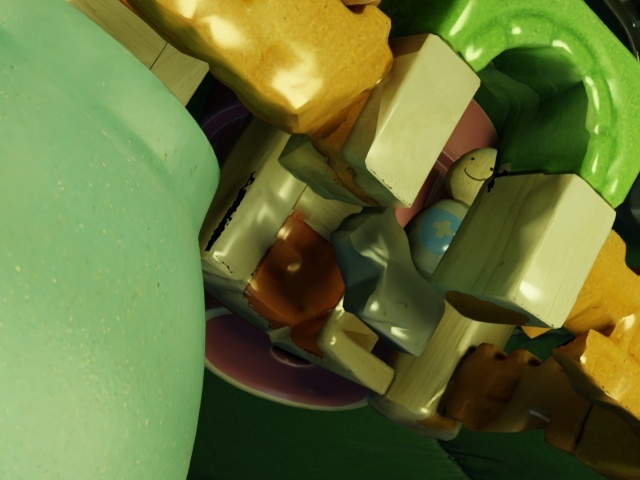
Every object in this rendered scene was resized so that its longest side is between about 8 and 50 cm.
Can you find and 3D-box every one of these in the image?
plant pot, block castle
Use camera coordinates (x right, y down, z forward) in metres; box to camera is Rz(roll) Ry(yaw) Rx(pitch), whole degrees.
[{"bbox_3d":[0.000,0.000,0.855,0.201,0.180,0.201,13,150,8],"label":"plant pot"},{"bbox_3d":[0.028,-0.085,0.593,0.453,0.213,0.303,39,162,-27],"label":"block castle"},{"bbox_3d":[-0.157,0.010,0.468,0.293,0.196,0.293,28,163,9],"label":"plant pot"}]

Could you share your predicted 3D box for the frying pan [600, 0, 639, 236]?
[{"bbox_3d":[0.237,-0.071,0.752,0.197,0.053,0.326,4,151,19],"label":"frying pan"}]
